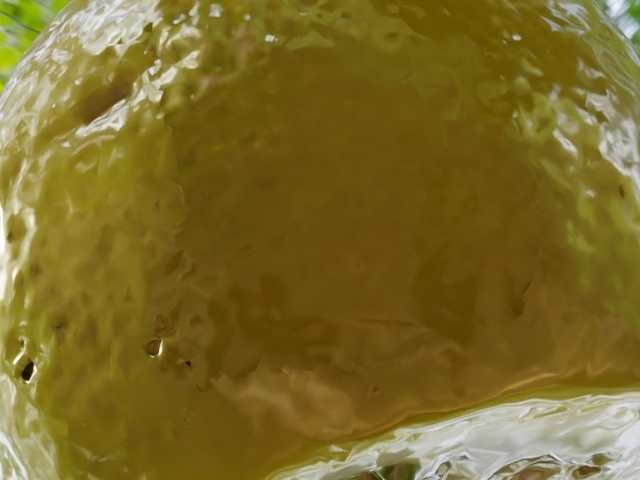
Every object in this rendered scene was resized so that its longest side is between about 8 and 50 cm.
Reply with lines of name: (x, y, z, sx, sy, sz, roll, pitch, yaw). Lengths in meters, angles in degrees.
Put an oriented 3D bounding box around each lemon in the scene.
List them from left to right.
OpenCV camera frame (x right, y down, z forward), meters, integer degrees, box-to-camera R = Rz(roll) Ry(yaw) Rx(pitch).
lemon: (0.000, 0.000, 0.620, 0.240, 0.240, 0.219, -18, -117, 3)
